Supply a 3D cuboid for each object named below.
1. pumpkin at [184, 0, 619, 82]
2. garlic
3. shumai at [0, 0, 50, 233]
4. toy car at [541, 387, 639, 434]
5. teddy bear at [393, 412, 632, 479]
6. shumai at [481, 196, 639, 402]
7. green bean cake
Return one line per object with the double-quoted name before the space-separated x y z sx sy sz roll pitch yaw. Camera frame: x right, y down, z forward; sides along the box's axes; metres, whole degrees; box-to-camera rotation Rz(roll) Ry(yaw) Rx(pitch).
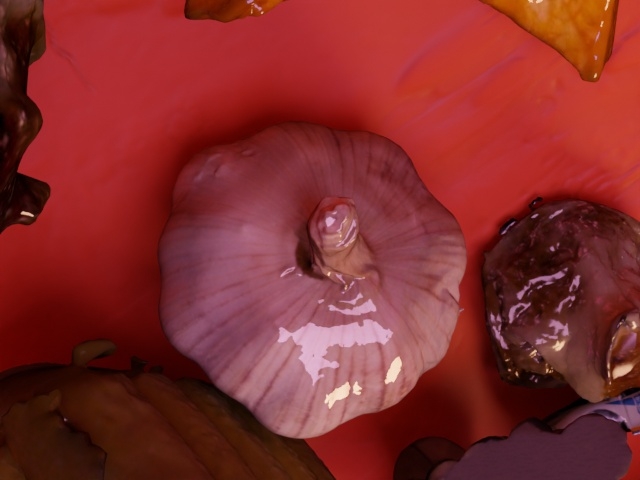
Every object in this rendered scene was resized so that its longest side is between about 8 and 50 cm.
"pumpkin" 0.099 -0.204 1.047 0.290 0.095 0.258 10 141 -20
"garlic" 0.000 0.000 1.074 0.199 0.226 0.199 2 73 -7
"shumai" -0.253 -0.085 0.922 0.292 0.288 0.330 16 112 -22
"toy car" 0.234 0.114 1.288 0.205 0.095 0.056 -14 84 -7
"teddy bear" 0.088 0.202 1.230 0.171 0.251 0.144 -24 81 -28
"shumai" 0.178 0.051 1.221 0.145 0.116 0.145 -6 117 -12
"green bean cake" -0.152 0.196 1.124 0.285 0.202 0.310 -42 154 9
